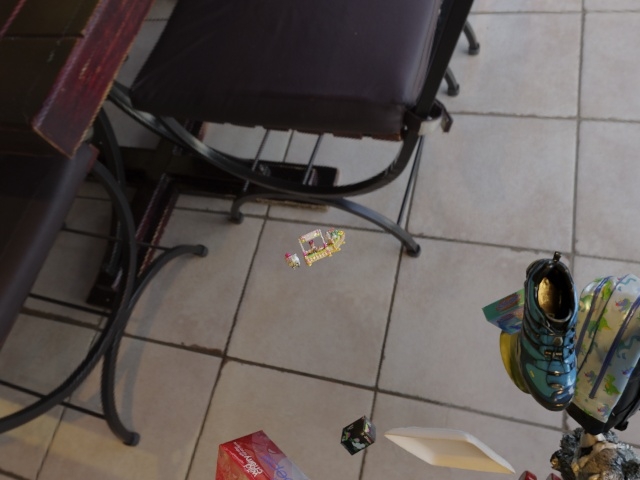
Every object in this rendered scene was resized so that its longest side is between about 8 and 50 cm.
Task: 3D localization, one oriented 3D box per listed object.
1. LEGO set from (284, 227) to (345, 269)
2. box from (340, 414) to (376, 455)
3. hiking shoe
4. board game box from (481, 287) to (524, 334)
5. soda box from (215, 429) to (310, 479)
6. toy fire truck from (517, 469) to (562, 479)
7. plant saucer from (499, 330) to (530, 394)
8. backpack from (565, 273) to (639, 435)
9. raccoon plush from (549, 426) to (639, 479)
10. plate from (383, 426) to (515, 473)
[{"bbox_3d":[0.000,0.000,1.782,0.287,0.107,0.132,-30,14,-34],"label":"LEGO set"},{"bbox_3d":[0.104,0.534,1.331,0.083,0.062,0.052,-37,100,19],"label":"box"},{"bbox_3d":[0.442,0.180,0.948,0.113,0.132,0.304,-4,80,18],"label":"hiking shoe"},{"bbox_3d":[0.593,0.209,1.437,0.160,0.210,0.047,-32,53,24],"label":"board game box"},{"bbox_3d":[-0.053,0.393,0.698,0.263,0.083,0.092,23,109,45],"label":"soda box"},{"bbox_3d":[0.670,0.891,1.510,0.169,0.254,0.302,29,106,17],"label":"toy fire truck"},{"bbox_3d":[0.698,0.403,1.668,0.037,0.241,0.241,-9,62,-10],"label":"plant saucer"},{"bbox_3d":[0.748,0.259,1.213,0.290,0.355,0.273,-20,49,-27],"label":"backpack"},{"bbox_3d":[0.853,0.706,1.336,0.216,0.299,0.446,-43,83,3],"label":"raccoon plush"},{"bbox_3d":[0.366,0.589,1.379,0.277,0.278,0.045,-16,44,41],"label":"plate"}]
